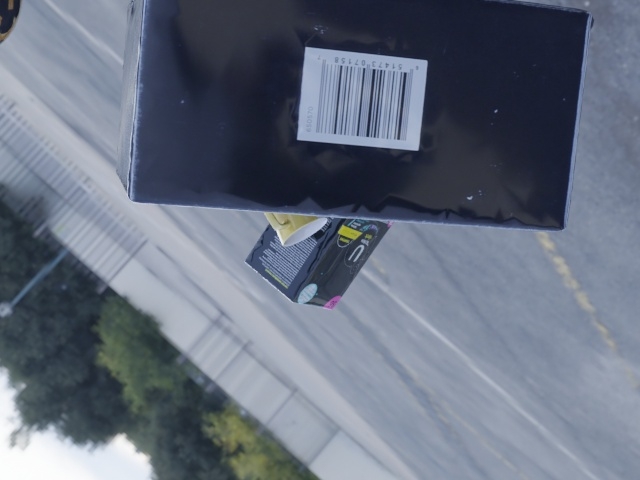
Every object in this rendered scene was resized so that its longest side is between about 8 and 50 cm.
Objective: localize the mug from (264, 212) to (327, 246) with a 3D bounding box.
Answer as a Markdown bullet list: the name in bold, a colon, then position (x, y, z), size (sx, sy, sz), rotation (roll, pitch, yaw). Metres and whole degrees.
- **mug**: position (-0.034, -0.037, 1.226), size (0.064, 0.062, 0.078), rotation (60, 178, 12)

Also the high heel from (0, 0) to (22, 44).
- **high heel**: position (-0.249, -0.253, 0.683), size (0.093, 0.186, 0.261), rotation (3, 144, 7)

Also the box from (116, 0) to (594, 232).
- **box**: position (0.003, -0.118, 0.899), size (0.343, 0.179, 0.312), rotation (4, -173, -13)

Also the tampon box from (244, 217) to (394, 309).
- **tampon box**: position (0.000, 0.000, 1.415), size (0.101, 0.161, 0.120), rotation (39, -169, 28)
